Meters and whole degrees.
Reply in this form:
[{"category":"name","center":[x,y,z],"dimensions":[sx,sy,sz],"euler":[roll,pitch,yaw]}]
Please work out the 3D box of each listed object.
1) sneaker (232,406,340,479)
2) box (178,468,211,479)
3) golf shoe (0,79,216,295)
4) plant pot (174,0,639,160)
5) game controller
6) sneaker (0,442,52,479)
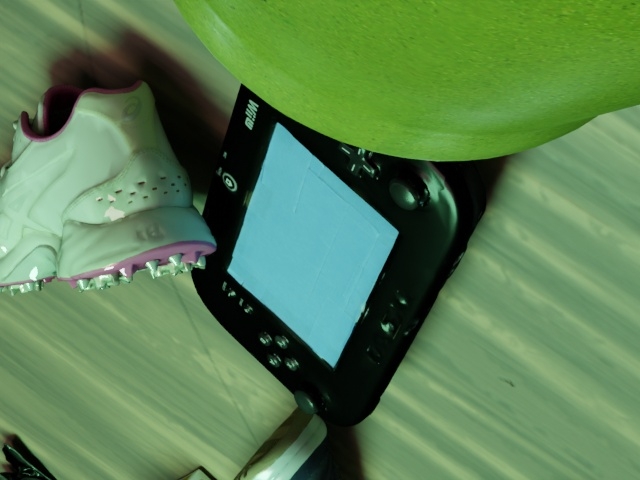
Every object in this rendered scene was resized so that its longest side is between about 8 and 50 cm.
[{"category":"sneaker","center":[-0.003,0.228,1.341],"dimensions":[0.153,0.099,0.282],"euler":[42,155,7]},{"category":"box","center":[-0.083,0.311,1.510],"dimensions":[0.203,0.114,0.103],"euler":[43,149,-4]},{"category":"golf shoe","center":[-0.175,-0.035,1.222],"dimensions":[0.306,0.115,0.140],"euler":[-6,97,55]},{"category":"plant pot","center":[0.078,-0.191,0.573],"dimensions":[0.366,0.366,0.353],"euler":[39,160,2]},{"category":"game controller","center":[0.000,0.000,1.097],"dimensions":[0.166,0.067,0.319],"euler":[35,147,8]},{"category":"sneaker","center":[-0.270,0.270,1.711],"dimensions":[0.170,0.051,0.089],"euler":[51,150,-11]}]
